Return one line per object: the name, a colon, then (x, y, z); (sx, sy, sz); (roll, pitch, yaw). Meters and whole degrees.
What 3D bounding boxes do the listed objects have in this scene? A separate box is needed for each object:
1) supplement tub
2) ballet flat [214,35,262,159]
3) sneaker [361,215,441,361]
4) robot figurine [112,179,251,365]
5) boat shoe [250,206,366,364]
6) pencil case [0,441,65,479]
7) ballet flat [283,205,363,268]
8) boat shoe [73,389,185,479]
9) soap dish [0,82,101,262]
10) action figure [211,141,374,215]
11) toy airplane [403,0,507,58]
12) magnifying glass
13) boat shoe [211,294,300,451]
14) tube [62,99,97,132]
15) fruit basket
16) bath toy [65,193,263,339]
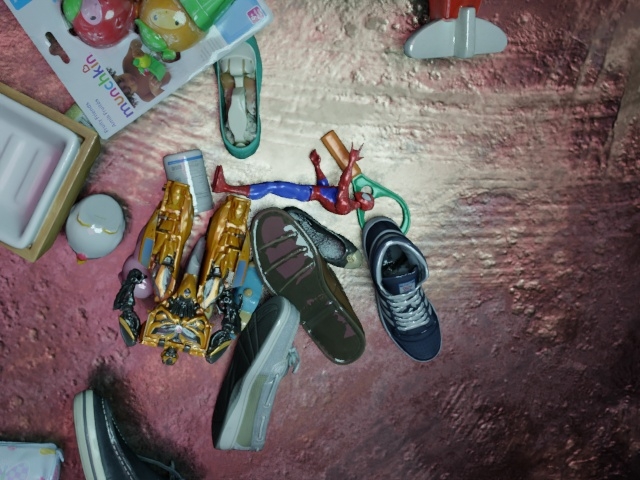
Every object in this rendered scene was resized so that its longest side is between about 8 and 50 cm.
supplement tub: (-0.228, -0.099, 1.637); (0.071, 0.071, 0.107); (-12, 98, -5)
ballet flat: (-0.137, -0.262, 1.622); (0.083, 0.087, 0.247); (-5, 96, -5)
sneaker: (0.150, 0.103, 1.647); (0.099, 0.153, 0.282); (-22, 105, -3)
robot figurine: (-0.214, 0.059, 1.533); (0.211, 0.085, 0.291); (13, 85, -11)
boat shoe: (-0.027, 0.077, 1.663); (0.110, 0.104, 0.307); (-27, 100, 6)
pencil case: (-0.583, 0.392, 1.630); (0.273, 0.113, 0.124); (11, 70, -7)
ballet flat: (0.000, 0.000, 1.682); (0.173, 0.049, 0.057); (33, 92, -8)
boat shoe: (-0.283, 0.464, 1.639); (0.156, 0.187, 0.500); (-26, 103, -8)
soap dish: (-0.513, -0.127, 1.541); (0.290, 0.118, 0.229); (27, 93, 15)
action figure: (-0.034, -0.119, 1.633); (0.280, 0.091, 0.139); (12, 94, -12)
toy airplane: (0.213, -0.491, 1.576); (0.384, 0.272, 0.386); (-43, 135, 10)
magnifying glass: (0.077, -0.095, 1.696); (0.092, 0.026, 0.231); (-36, 100, -1)
boat shoe: (-0.098, 0.235, 1.640); (0.103, 0.118, 0.320); (14, 114, -19)
tube: (-0.464, -0.141, 1.619); (0.240, 0.070, 0.062); (-47, 137, 3)
fruit basket: (-0.307, -0.395, 1.543); (0.353, 0.165, 0.327); (-34, 94, -2)
bath toy: (-0.277, 0.049, 1.627); (0.348, 0.129, 0.151); (26, 48, -10)
